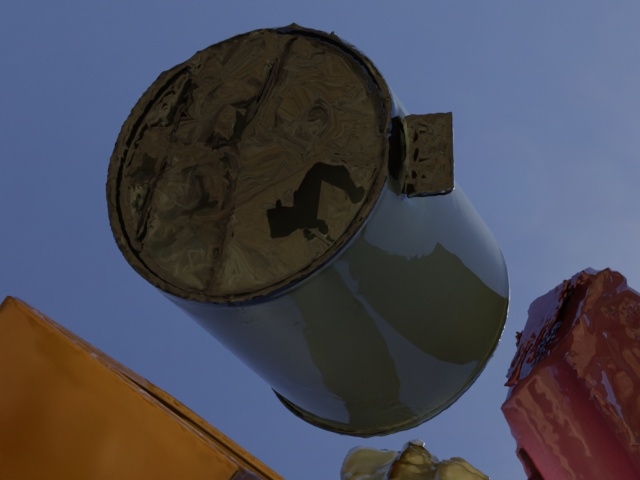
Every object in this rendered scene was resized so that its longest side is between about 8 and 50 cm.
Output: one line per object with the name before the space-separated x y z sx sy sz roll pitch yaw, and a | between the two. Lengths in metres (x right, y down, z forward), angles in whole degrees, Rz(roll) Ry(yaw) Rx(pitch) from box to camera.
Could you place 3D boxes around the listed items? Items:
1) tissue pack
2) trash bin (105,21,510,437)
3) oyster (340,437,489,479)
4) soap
tissue pack | -0.135 0.201 0.842 0.194 0.145 0.274 31 -95 43
trash bin | 0.000 0.000 1.279 0.277 0.262 0.217 -8 -119 23
oyster | 0.077 0.255 1.254 0.107 0.201 0.354 11 -176 -35
soap | 0.250 0.157 1.316 0.182 0.112 0.289 -16 -110 -48
